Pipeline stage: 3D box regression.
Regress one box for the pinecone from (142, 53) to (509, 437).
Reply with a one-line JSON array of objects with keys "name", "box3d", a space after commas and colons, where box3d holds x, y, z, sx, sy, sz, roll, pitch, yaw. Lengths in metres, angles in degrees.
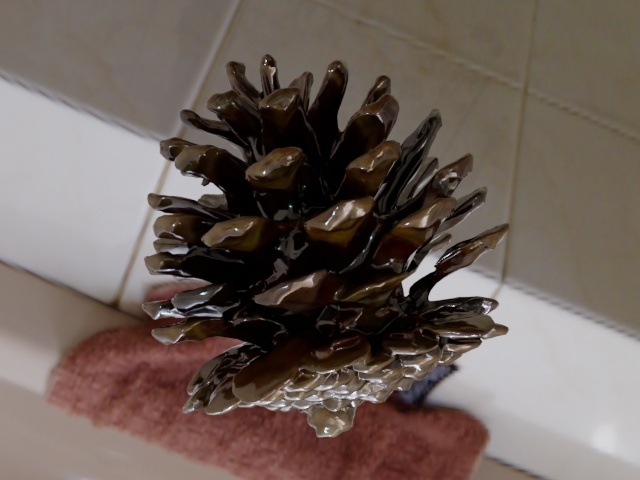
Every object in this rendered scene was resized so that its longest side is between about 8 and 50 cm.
[{"name": "pinecone", "box3d": [-0.002, -0.002, 0.834, 0.264, 0.264, 0.264, 7, 132, 8]}]
